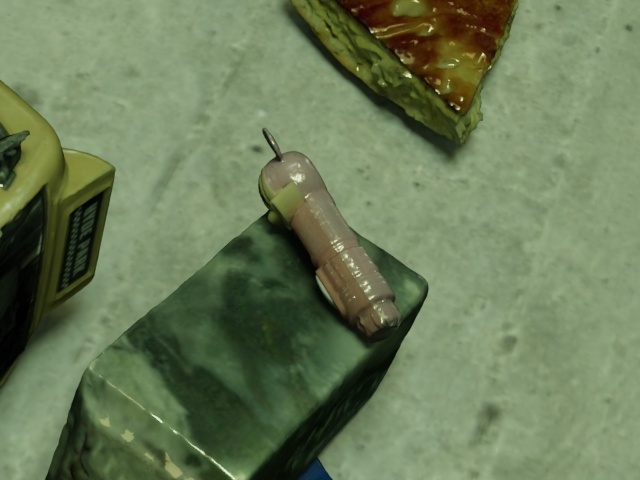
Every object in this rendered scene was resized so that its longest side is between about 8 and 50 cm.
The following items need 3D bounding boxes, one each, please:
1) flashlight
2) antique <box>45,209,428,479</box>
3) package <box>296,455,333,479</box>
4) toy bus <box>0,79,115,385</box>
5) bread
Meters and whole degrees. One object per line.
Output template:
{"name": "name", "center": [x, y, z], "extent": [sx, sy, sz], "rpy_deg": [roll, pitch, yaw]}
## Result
{"name": "flashlight", "center": [0.000, 0.000, 0.713], "extent": [0.031, 0.052, 0.110], "rpy_deg": [-31, 66, -3]}
{"name": "antique", "center": [-0.039, 0.068, 0.714], "extent": [0.086, 0.088, 0.183], "rpy_deg": [35, 43, 12]}
{"name": "package", "center": [-0.047, 0.154, 0.711], "extent": [0.171, 0.027, 0.173], "rpy_deg": [41, 52, 18]}
{"name": "toy bus", "center": [-0.278, -0.053, 0.712], "extent": [0.365, 0.177, 0.202], "rpy_deg": [40, 51, 16]}
{"name": "bread", "center": [0.043, -0.129, 0.913], "extent": [0.136, 0.054, 0.154], "rpy_deg": [21, 48, 0]}
